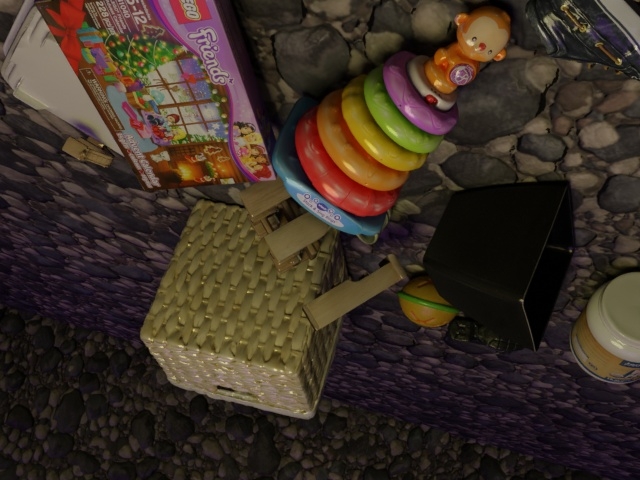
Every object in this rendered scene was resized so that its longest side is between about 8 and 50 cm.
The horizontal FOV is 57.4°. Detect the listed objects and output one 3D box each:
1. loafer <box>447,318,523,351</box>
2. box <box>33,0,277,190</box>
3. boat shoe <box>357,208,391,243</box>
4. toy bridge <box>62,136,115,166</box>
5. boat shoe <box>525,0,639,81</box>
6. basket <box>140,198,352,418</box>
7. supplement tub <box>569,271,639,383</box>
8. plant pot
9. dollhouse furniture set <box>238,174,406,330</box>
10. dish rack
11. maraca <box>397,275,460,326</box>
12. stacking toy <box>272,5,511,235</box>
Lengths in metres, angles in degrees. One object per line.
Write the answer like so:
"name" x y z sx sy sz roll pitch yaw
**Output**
"loafer" 0.374 0.209 1.314 0.170 0.062 0.061 12 177 18
"box" -0.183 -0.189 0.730 0.201 0.057 0.293 -4 139 12
"boat shoe" 0.056 -0.072 0.904 0.083 0.076 0.226 0 150 32
"toy bridge" -0.376 -0.146 0.970 0.063 0.026 0.188 32 -177 -16
"boat shoe" 0.280 -0.186 0.553 0.183 0.065 0.083 36 151 -22
"basket" -0.134 0.136 1.157 0.328 0.331 0.266 11 152 13
"supplement tub" 0.514 0.149 0.985 0.144 0.144 0.200 10 154 15
"plant pot" 0.263 0.026 0.872 0.167 0.188 0.187 17 159 33
"dollhouse furniture set" 0.000 0.000 0.941 0.242 0.161 0.212 59 173 6
"dish rack" -0.302 -0.205 0.869 0.333 0.072 0.285 34 151 -29
"maraca" 0.222 0.123 1.182 0.127 0.099 0.185 19 -179 16
"stacking toy" 0.096 -0.150 0.671 0.175 0.166 0.302 34 136 -19
